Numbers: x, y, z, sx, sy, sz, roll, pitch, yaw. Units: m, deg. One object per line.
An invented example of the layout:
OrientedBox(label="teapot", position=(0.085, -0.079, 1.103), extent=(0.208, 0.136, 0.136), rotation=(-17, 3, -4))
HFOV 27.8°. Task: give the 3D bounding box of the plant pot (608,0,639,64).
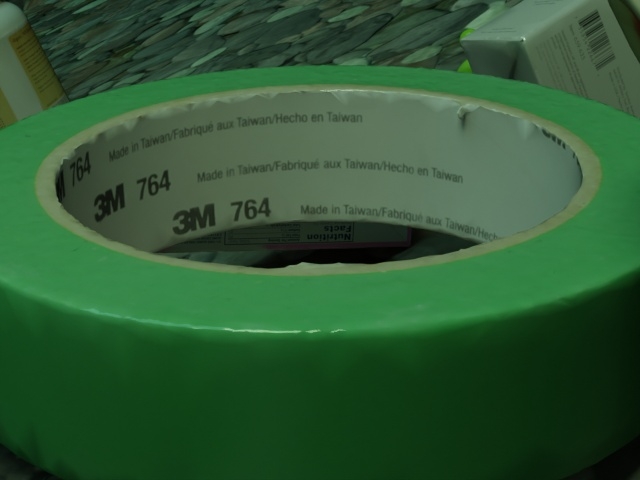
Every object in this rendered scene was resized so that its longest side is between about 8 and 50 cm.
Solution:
OrientedBox(label="plant pot", position=(0.238, -0.068, 0.395), extent=(0.243, 0.275, 0.275), rotation=(-30, 19, 12))

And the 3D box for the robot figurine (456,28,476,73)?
OrientedBox(label="robot figurine", position=(0.133, -0.102, 0.832), extent=(0.115, 0.067, 0.101), rotation=(-34, 40, -25))

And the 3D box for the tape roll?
OrientedBox(label="tape roll", position=(0.000, 0.000, 0.565), extent=(0.321, 0.077, 0.321), rotation=(-1, 22, 0))

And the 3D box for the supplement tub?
OrientedBox(label="supplement tub", position=(-0.331, -0.145, 1.271), extent=(0.144, 0.199, 0.144), rotation=(-21, 20, 8))

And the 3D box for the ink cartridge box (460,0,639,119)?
OrientedBox(label="ink cartridge box", position=(0.180, -0.111, 0.751), extent=(0.180, 0.104, 0.060), rotation=(-33, 21, -22))

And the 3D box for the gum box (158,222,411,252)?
OrientedBox(label="gum box", position=(-0.039, -0.036, 0.779), extent=(0.188, 0.062, 0.107), rotation=(-1, 14, -17))
